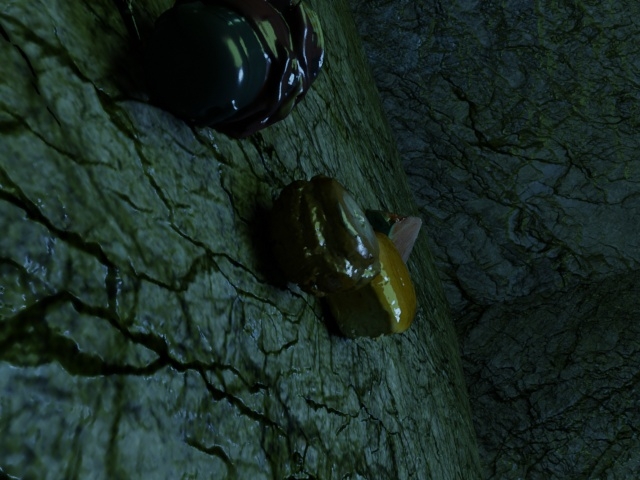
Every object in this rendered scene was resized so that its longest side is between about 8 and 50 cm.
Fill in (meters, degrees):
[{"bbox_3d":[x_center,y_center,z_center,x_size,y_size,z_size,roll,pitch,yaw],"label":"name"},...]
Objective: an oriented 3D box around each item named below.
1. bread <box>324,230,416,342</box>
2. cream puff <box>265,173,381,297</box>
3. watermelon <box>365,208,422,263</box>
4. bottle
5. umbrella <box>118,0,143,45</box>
[{"bbox_3d":[0.082,0.069,0.816,0.245,0.121,0.173,4,72,-72],"label":"bread"},{"bbox_3d":[0.000,0.000,0.608,0.165,0.115,0.150,47,22,-40],"label":"cream puff"},{"bbox_3d":[0.155,0.004,1.215,0.231,0.128,0.146,0,102,-61],"label":"watermelon"},{"bbox_3d":[-0.074,-0.188,0.495,0.271,0.143,0.156,-69,140,-64],"label":"bottle"},{"bbox_3d":[-0.190,-0.296,0.414,0.044,0.044,0.268,20,-52,61],"label":"umbrella"}]
